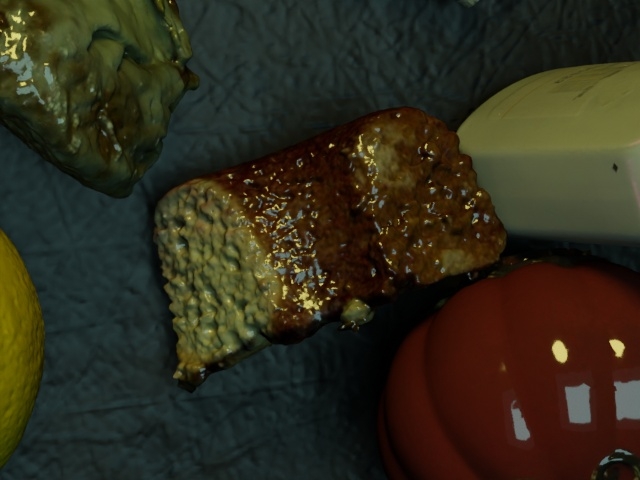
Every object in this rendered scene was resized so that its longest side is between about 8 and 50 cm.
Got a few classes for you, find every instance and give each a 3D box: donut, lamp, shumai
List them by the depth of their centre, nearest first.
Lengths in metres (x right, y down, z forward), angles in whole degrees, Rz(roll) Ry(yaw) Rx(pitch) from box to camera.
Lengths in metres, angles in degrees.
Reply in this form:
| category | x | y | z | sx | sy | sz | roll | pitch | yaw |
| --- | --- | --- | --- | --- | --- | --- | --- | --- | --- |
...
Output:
| category | x | y | z | sx | sy | sz | roll | pitch | yaw |
| --- | --- | --- | --- | --- | --- | --- | --- | --- | --- |
| shumai | -0.138 | -0.119 | 0.925 | 0.184 | 0.184 | 0.142 | 34 | 88 | -17 |
| donut | -0.006 | 0.001 | 1.014 | 0.144 | 0.186 | 0.126 | -29 | 100 | -49 |
| lamp | 0.148 | 0.113 | 1.014 | 0.227 | 0.227 | 0.227 | -2 | 97 | -16 |

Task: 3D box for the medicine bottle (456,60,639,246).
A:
| category | x | y | z | sx | sy | sz | roll | pitch | yaw |
| --- | --- | --- | --- | --- | --- | --- | --- | --- | --- |
| medicine bottle | 0.215 | -0.052 | 0.963 | 0.161 | 0.296 | 0.111 | -23 | 101 | -26 |

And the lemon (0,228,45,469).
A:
| category | x | y | z | sx | sy | sz | roll | pitch | yaw |
| --- | --- | --- | --- | --- | --- | --- | --- | --- | --- |
| lemon | -0.242 | 0.062 | 0.922 | 0.178 | 0.178 | 0.203 | -11 | 112 | -14 |

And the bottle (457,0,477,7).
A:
| category | x | y | z | sx | sy | sz | roll | pitch | yaw |
| --- | --- | --- | --- | --- | --- | --- | --- | --- | --- |
| bottle | 0.010 | -0.208 | 1.019 | 0.217 | 0.060 | 0.060 | 27 | 89 | -18 |
